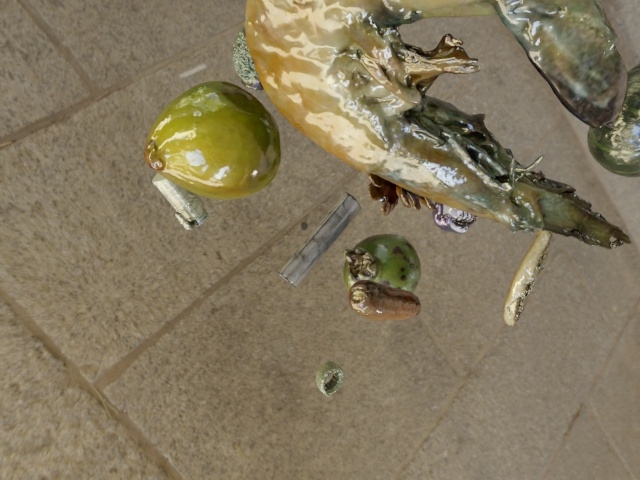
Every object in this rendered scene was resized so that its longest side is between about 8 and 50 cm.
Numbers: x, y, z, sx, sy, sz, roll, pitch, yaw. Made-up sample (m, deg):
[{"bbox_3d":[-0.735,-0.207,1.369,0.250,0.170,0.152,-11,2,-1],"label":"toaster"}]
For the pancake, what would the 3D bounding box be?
[{"bbox_3d":[0.502,0.075,1.012,0.282,0.049,0.282,-37,138,-43],"label":"pancake"}]

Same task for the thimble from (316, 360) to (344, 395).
[{"bbox_3d":[0.032,0.482,1.477,0.084,0.062,0.110,24,88,-24],"label":"thimble"}]

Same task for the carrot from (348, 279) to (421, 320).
[{"bbox_3d":[0.108,0.101,0.675,0.186,0.060,0.060,20,73,-48],"label":"carrot"}]

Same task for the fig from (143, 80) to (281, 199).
[{"bbox_3d":[-0.121,-0.112,0.497,0.153,0.121,0.136,-15,107,11],"label":"fig"}]

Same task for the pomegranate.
[{"bbox_3d":[0.182,0.076,1.260,0.242,0.306,0.242,-3,66,7],"label":"pomegranate"}]

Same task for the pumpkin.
[{"bbox_3d":[0.818,-0.307,1.052,0.300,0.207,0.300,-14,131,-16],"label":"pumpkin"}]

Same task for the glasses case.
[{"bbox_3d":[0.000,0.000,1.205,0.060,0.114,0.299,38,82,17],"label":"glasses case"}]

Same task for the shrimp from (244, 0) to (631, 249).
[{"bbox_3d":[0.143,-0.109,0.375,0.445,0.272,0.085,28,66,-15],"label":"shrimp"}]

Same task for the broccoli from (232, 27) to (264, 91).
[{"bbox_3d":[-0.229,-0.720,1.690,0.243,0.263,0.247,-14,95,-17],"label":"broccoli"}]

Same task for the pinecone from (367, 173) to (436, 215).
[{"bbox_3d":[0.191,-0.163,0.820,0.201,0.202,0.229,9,74,18],"label":"pinecone"}]

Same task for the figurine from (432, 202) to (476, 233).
[{"bbox_3d":[0.450,-0.127,1.357,0.145,0.145,0.222,5,114,-27],"label":"figurine"}]

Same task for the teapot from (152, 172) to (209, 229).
[{"bbox_3d":[-0.432,-0.122,1.314,0.200,0.077,0.107,61,31,-41],"label":"teapot"}]
